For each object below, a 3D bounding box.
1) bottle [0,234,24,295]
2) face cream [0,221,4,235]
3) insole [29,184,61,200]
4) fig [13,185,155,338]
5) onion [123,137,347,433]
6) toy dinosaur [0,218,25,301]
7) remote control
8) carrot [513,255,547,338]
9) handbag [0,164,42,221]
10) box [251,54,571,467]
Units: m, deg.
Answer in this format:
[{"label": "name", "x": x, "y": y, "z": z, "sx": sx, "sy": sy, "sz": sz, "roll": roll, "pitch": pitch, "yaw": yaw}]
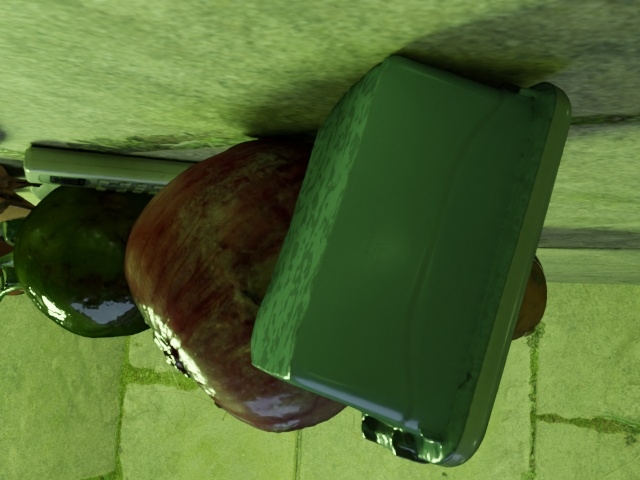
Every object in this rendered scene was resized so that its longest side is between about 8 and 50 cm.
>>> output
[{"label": "bottle", "x": -0.624, "y": 0.012, "z": 1.355, "sx": 0.143, "sy": 0.144, "sz": 0.336, "roll": 1, "pitch": 172, "yaw": 16}, {"label": "face cream", "x": -0.603, "y": -0.033, "z": 1.096, "sx": 0.336, "sy": 0.080, "sz": 0.163, "roll": 0, "pitch": 178, "yaw": 28}, {"label": "insole", "x": -0.221, "y": -0.053, "z": 0.941, "sx": 0.253, "sy": 0.005, "sz": 0.086, "roll": 1, "pitch": 152, "yaw": 4}, {"label": "fig", "x": -0.234, "y": 0.041, "z": 0.897, "sx": 0.195, "sy": 0.195, "sz": 0.245, "roll": 2, "pitch": 138, "yaw": 4}, {"label": "onion", "x": -0.004, "y": -0.002, "z": 0.610, "sx": 0.283, "sy": 0.227, "sz": 0.120, "roll": -42, "pitch": 178, "yaw": -30}, {"label": "toy dinosaur", "x": -0.305, "y": 0.013, "z": 1.113, "sx": 0.300, "sy": 0.087, "sz": 0.447, "roll": -9, "pitch": 170, "yaw": -35}, {"label": "remote control", "x": -0.199, "y": -0.066, "z": 0.795, "sx": 0.189, "sy": 0.029, "sz": 0.087, "roll": 4, "pitch": 175, "yaw": -20}, {"label": "carrot", "x": 0.238, "y": 0.101, "z": 1.374, "sx": 0.224, "sy": 0.224, "sz": 0.340, "roll": -1, "pitch": 177, "yaw": 40}, {"label": "handbag", "x": -0.437, "y": -0.057, "z": 0.869, "sx": 0.212, "sy": 0.059, "sz": 0.157, "roll": 5, "pitch": 176, "yaw": -41}, {"label": "box", "x": 0.050, "y": 0.009, "z": 0.474, "sx": 0.129, "sy": 0.227, "sz": 0.162, "roll": 19, "pitch": 172, "yaw": -12}]
